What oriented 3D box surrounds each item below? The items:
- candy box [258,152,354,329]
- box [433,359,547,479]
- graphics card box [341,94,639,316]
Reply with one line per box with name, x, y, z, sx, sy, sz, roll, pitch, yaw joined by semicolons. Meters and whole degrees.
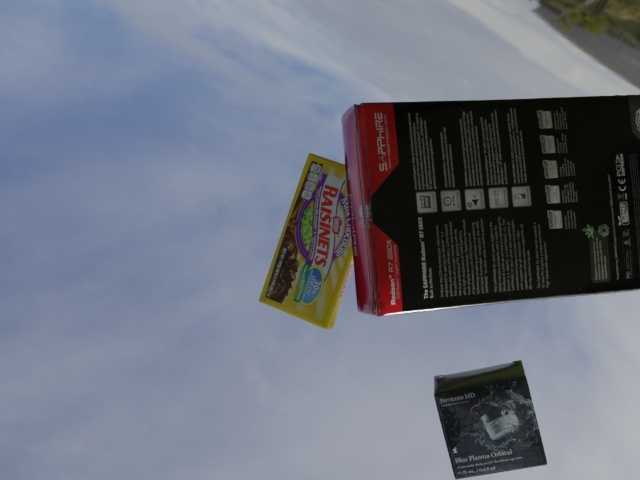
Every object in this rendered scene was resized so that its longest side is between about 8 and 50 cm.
candy box;0.000;0.000;0.949;0.105;0.206;0.027;20;-176;20
box;0.284;0.301;1.249;0.156;0.158;0.093;-14;-173;12
graphics card box;0.215;-0.044;0.854;0.370;0.233;0.094;-5;178;-12
